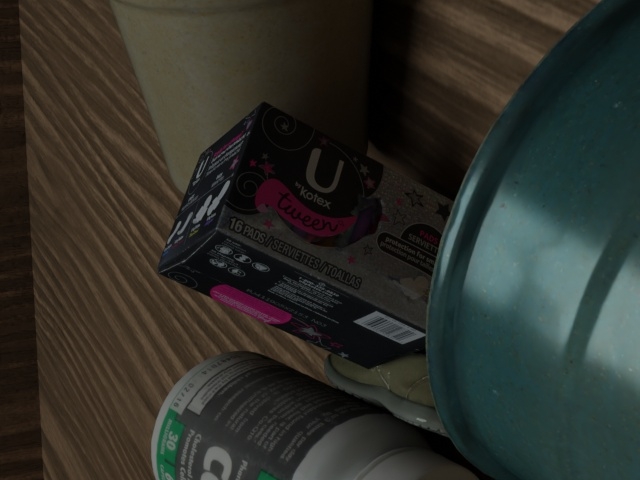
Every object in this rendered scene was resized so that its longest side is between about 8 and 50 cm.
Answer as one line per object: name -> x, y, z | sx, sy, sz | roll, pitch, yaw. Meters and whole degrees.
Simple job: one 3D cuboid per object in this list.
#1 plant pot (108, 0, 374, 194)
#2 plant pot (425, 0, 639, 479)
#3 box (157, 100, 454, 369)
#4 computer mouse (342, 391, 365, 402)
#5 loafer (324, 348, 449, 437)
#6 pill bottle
plant pot -> -0.074, -0.214, 1.410 | 0.334, 0.333, 0.305 | -131, 28, -52
plant pot -> 0.282, 0.068, 0.630 | 0.334, 0.341, 0.341 | 40, 134, 48
box -> 0.000, 0.000, 1.290 | 0.163, 0.247, 0.142 | -30, 38, 59
computer mouse -> 0.032, 0.118, 1.586 | 0.071, 0.041, 0.242 | -168, 63, -83
loafer -> 0.090, 0.137, 1.404 | 0.251, 0.094, 0.087 | 17, 85, 60
pill bottle -> -0.004, 0.258, 1.431 | 0.361, 0.204, 0.204 | 18, 115, 49
